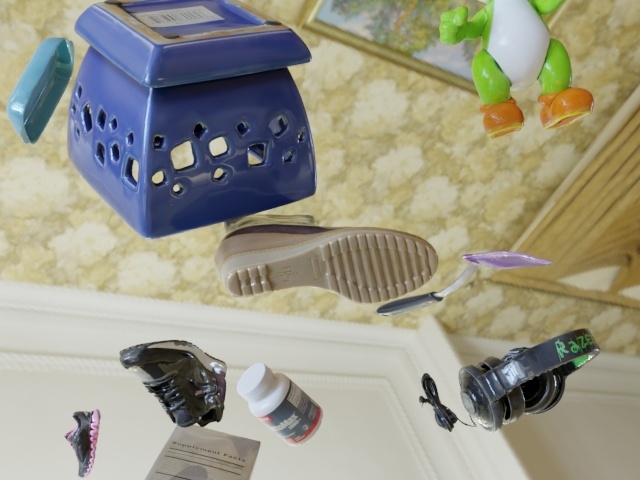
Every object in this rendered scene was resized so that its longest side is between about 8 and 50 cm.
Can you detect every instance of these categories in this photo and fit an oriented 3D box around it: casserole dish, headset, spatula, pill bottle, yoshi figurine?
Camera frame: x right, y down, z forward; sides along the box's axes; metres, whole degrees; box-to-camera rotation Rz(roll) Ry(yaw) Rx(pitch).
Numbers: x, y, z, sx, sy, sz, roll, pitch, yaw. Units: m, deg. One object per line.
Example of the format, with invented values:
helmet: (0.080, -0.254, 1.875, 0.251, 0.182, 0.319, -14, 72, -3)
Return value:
casserole dish: (-0.443, -0.240, 1.261, 0.037, 0.114, 0.188, 19, -113, -1)
headset: (0.345, 0.259, 1.530, 0.243, 0.394, 0.185, -6, -120, -40)
spatula: (0.175, 0.061, 1.086, 0.084, 0.296, 0.030, 15, -120, -34)
pill bottle: (-0.089, 0.344, 1.695, 0.180, 0.108, 0.108, 46, -156, -24)
yoshi figurine: (0.287, -0.345, 1.171, 0.204, 0.203, 0.362, -7, -95, -41)

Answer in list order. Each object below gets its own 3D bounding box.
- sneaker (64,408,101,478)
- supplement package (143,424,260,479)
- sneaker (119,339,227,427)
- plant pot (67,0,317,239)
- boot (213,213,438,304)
sneaker: (-0.410, 0.346, 1.365, 0.057, 0.119, 0.047, 7, 179, -17)
supplement package: (-0.228, 0.483, 1.446, 0.175, 0.177, 0.293, 14, -168, 1)
sneaker: (-0.240, 0.255, 1.385, 0.283, 0.107, 0.124, 38, -140, -59)
plant pot: (-0.153, -0.163, 0.935, 0.236, 0.212, 0.236, -17, -141, -31)
boot: (0.000, 0.000, 0.944, 0.249, 0.090, 0.207, -4, -160, -3)
